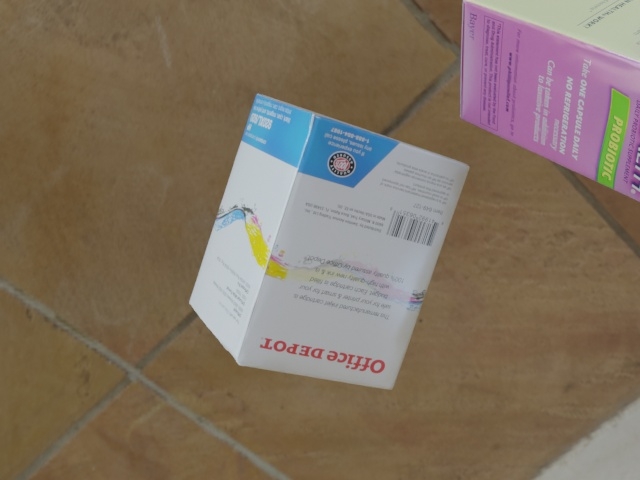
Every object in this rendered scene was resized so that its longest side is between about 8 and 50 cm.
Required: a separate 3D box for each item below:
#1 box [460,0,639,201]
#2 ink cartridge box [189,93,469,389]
[{"bbox_3d":[0.273,-0.147,0.704,0.213,0.243,0.117,-34,137,-29],"label":"box"},{"bbox_3d":[0.000,0.000,0.856,0.171,0.168,0.233,15,98,-27],"label":"ink cartridge box"}]
